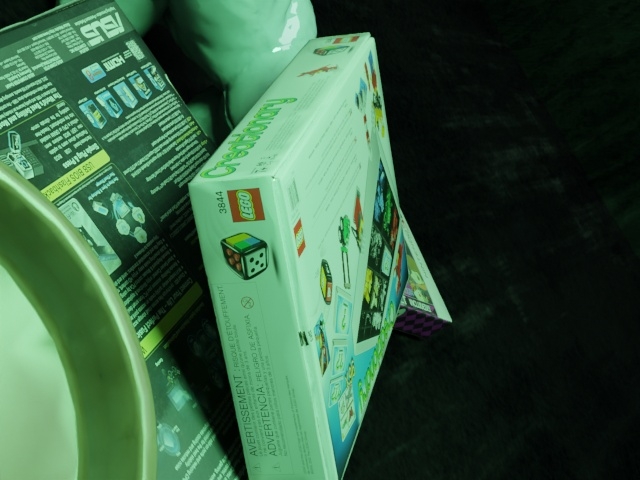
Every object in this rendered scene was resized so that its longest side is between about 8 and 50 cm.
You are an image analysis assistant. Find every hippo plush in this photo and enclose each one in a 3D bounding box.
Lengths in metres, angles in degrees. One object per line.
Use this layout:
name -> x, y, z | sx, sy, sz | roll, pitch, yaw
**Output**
hippo plush -> -0.035, -0.163, 1.058 | 0.234, 0.294, 0.237 | -38, 106, -39

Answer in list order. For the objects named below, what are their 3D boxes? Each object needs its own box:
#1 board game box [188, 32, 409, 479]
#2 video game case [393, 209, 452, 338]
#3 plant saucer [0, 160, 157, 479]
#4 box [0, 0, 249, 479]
board game box -> 0.000, 0.000, 0.834 | 0.305, 0.053, 0.193 | -62, 145, -65
video game case -> 0.021, -0.019, 1.266 | 0.232, 0.041, 0.210 | 22, 39, -55
plant saucer -> -0.194, 0.081, 0.529 | 0.277, 0.041, 0.278 | 12, 70, -35
box -> -0.139, 0.031, 0.786 | 0.318, 0.097, 0.395 | 53, 22, -8
